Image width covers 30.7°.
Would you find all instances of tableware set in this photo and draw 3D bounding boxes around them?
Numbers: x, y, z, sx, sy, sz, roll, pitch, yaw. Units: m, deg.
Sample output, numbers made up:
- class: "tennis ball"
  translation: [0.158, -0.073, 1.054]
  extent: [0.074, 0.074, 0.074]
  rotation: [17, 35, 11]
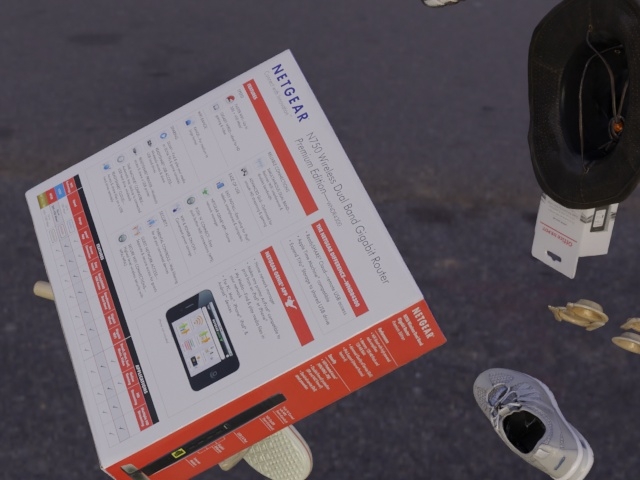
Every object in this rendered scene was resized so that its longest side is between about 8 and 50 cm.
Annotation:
- class: "tableware set"
  translation: [0.381, 0.113, 1.525]
  extent: [0.169, 0.020, 0.141]
  rotation: [20, -14, 9]

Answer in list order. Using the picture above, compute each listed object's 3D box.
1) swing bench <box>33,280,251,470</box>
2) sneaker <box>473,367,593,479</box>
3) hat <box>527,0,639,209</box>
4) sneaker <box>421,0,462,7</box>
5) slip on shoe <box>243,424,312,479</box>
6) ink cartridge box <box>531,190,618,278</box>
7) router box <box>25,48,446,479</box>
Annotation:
- class: "swing bench"
  translation: [-0.176, 0.119, 1.437]
  extent: [0.255, 0.253, 0.165]
  rotation: [32, 69, 22]
- class: "sneaker"
  translation: [0.318, 0.272, 1.843]
  extent: [0.115, 0.105, 0.281]
  rotation: [30, 6, -31]
- class: "hat"
  translation: [0.409, -0.194, 1.580]
  extent: [0.134, 0.331, 0.331]
  rotation: [-4, 26, -20]
- class: "sneaker"
  translation: [0.191, -0.391, 1.397]
  extent: [0.106, 0.162, 0.281]
  rotation: [-42, 17, -32]
- class: "slip on shoe"
  translation: [-0.114, 0.283, 1.974]
  extent: [0.101, 0.123, 0.331]
  rotation: [-7, 35, -42]
- class: "ink cartridge box"
  translation: [0.382, -0.045, 1.735]
  extent: [0.060, 0.180, 0.104]
  rotation: [-6, 25, -30]
- class: "router box"
  translation: [-0.091, 0.020, 1.066]
  extent: [0.301, 0.082, 0.335]
  rotation: [-28, 52, 3]
